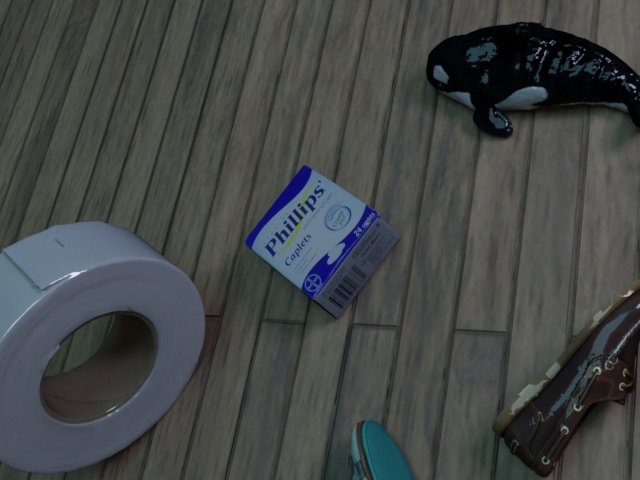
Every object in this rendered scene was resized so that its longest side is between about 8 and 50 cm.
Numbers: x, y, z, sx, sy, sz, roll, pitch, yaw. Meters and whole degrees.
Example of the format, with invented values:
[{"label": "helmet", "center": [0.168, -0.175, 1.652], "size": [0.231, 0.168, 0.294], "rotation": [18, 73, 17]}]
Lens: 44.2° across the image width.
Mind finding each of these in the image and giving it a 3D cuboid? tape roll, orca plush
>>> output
[{"label": "tape roll", "center": [-0.275, 0.123, 0.910], "size": [0.100, 0.286, 0.286], "rotation": [34, 86, 37]}, {"label": "orca plush", "center": [0.236, -0.194, 0.889], "size": [0.287, 0.102, 0.151], "rotation": [35, 87, 36]}]

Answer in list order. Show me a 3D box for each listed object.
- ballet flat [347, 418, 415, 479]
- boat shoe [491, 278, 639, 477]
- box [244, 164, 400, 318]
[{"label": "ballet flat", "center": [0.076, 0.284, 0.775], "size": [0.079, 0.077, 0.221], "rotation": [-52, 51, 22]}, {"label": "boat shoe", "center": [0.257, 0.131, 0.743], "size": [0.207, 0.073, 0.073], "rotation": [-51, 55, 8]}, {"label": "box", "center": [0.000, 0.000, 0.947], "size": [0.137, 0.072, 0.126], "rotation": [36, 86, 37]}]
